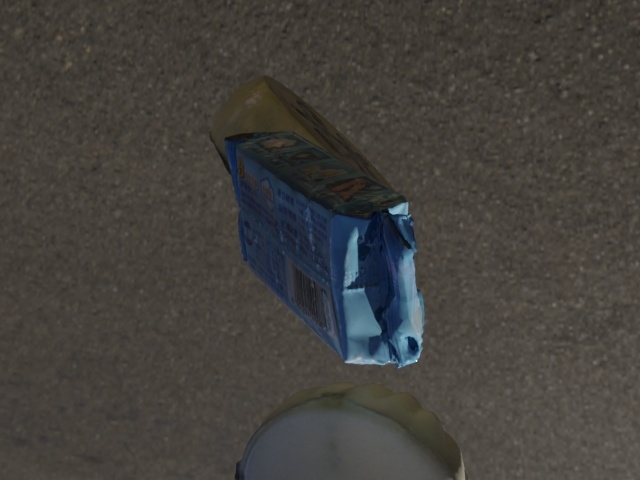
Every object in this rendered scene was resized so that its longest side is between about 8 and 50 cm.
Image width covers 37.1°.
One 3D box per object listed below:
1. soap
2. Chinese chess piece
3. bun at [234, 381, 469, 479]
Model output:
[{"bbox_3d":[0.000,0.000,0.879,0.077,0.293,0.156,-15,117,-21],"label":"soap"},{"bbox_3d":[-0.016,-0.087,1.170,0.104,0.257,0.257,-46,128,10],"label":"Chinese chess piece"},{"bbox_3d":[0.055,0.259,1.092,0.263,0.175,0.263,9,115,19],"label":"bun"}]
